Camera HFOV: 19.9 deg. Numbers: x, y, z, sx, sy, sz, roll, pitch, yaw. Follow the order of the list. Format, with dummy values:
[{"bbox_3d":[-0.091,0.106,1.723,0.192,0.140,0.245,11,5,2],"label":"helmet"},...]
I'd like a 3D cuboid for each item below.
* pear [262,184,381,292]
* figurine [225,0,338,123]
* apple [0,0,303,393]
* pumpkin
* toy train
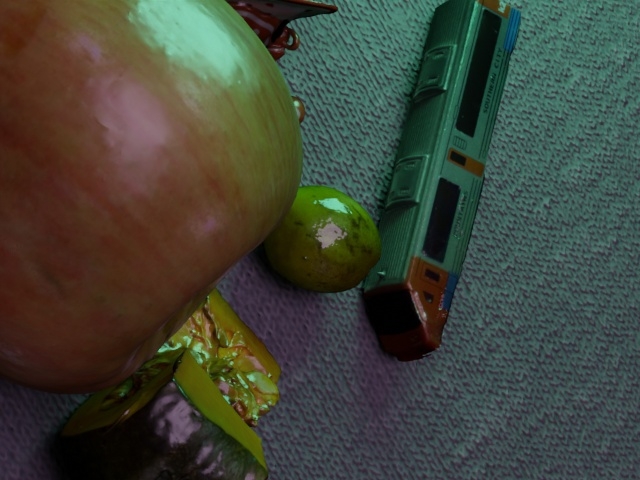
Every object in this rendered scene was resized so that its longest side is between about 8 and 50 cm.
[{"bbox_3d":[0.000,0.000,1.851,0.131,0.107,0.107,34,63,-13],"label":"pear"},{"bbox_3d":[-0.099,-0.127,1.798,0.183,0.160,0.226,5,87,-33],"label":"figurine"},{"bbox_3d":[-0.213,-0.072,1.556,0.346,0.391,0.391,44,59,-4],"label":"apple"},{"bbox_3d":[-0.111,0.155,1.695,0.139,0.190,0.280,52,57,-13],"label":"pumpkin"},{"bbox_3d":[0.124,-0.074,1.961,0.089,0.086,0.409,26,68,-26],"label":"toy train"}]
